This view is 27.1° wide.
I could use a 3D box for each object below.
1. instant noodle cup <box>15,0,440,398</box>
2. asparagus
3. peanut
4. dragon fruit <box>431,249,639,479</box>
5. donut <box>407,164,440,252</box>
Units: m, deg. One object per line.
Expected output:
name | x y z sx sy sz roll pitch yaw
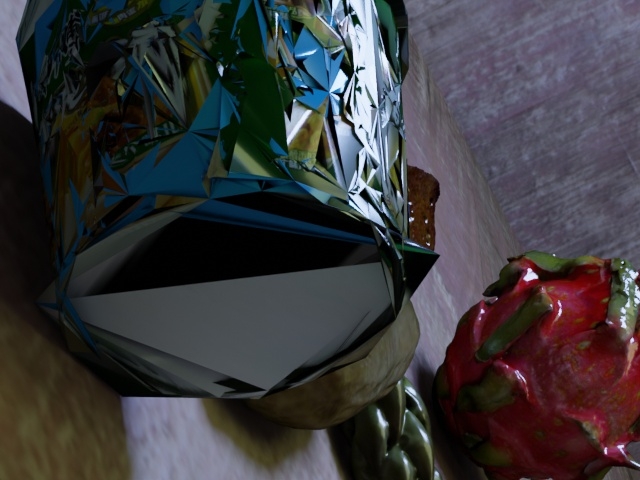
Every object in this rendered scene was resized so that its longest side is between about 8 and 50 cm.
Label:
instant noodle cup | -0.052 -0.037 0.722 0.240 0.240 0.178 50 26 -47
asparagus | 0.049 0.142 1.095 0.080 0.080 0.287 35 34 -65
peanut | -0.003 0.075 0.969 0.236 0.110 0.120 -5 74 -67
dragon fruit | 0.263 0.140 1.461 0.231 0.302 0.237 35 24 -7
donut | 0.060 -0.013 1.325 0.186 0.144 0.126 130 -42 -77
